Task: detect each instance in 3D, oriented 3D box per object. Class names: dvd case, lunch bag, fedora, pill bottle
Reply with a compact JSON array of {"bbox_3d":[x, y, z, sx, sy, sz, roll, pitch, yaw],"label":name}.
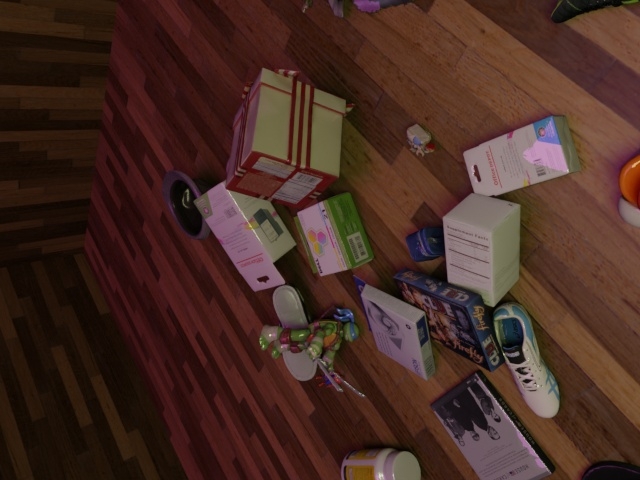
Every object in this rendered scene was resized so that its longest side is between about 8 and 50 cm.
[{"bbox_3d":[0.374,0.435,1.070,0.239,0.029,0.179,55,134,22],"label":"dvd case"},{"bbox_3d":[0.241,0.006,1.051,0.065,0.098,0.067,-31,71,45],"label":"lunch bag"},{"bbox_3d":[-0.456,-0.140,1.767,0.275,0.124,0.244,51,136,14],"label":"fedora"},{"bbox_3d":[0.161,0.625,1.288,0.208,0.119,0.119,-32,76,48],"label":"pill bottle"}]

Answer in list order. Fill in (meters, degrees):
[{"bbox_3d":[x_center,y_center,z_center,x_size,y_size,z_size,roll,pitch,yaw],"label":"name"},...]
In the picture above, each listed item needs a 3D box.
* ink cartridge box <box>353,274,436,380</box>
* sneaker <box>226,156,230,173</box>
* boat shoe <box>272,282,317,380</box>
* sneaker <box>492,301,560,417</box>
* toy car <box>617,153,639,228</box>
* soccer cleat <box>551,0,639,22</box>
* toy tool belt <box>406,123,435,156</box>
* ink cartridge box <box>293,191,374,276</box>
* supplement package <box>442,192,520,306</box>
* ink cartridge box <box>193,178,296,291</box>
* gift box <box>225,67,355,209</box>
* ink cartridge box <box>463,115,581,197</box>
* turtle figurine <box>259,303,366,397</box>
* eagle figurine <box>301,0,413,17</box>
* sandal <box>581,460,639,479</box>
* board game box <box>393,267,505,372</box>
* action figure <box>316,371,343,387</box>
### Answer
[{"bbox_3d":[0.167,0.211,1.158,0.223,0.045,0.223,26,146,43],"label":"ink cartridge box"},{"bbox_3d":[-0.207,-0.276,1.478,0.121,0.108,0.302,52,141,24],"label":"sneaker"},{"bbox_3d":[-0.071,0.278,1.481,0.114,0.091,0.303,-9,94,4],"label":"boat shoe"},{"bbox_3d":[0.400,0.241,0.948,0.085,0.086,0.237,-26,82,46],"label":"sneaker"},{"bbox_3d":[0.525,-0.070,0.686,0.182,0.136,0.159,37,125,36],"label":"toy car"},{"bbox_3d":[0.452,-0.390,0.744,0.178,0.060,0.073,-28,81,45],"label":"soccer cleat"},{"bbox_3d":[0.223,-0.215,1.059,0.083,0.052,0.051,56,166,26],"label":"toy tool belt"},{"bbox_3d":[0.000,0.000,1.308,0.255,0.097,0.189,-20,91,48],"label":"ink cartridge box"},{"bbox_3d":[0.314,0.017,0.927,0.105,0.105,0.180,23,138,43],"label":"supplement package"},{"bbox_3d":[-0.218,-0.025,1.494,0.207,0.119,0.354,-19,106,49],"label":"ink cartridge box"},{"bbox_3d":[-0.071,-0.256,1.176,0.276,0.255,0.258,-29,51,53],"label":"gift box"},{"bbox_3d":[0.371,-0.150,0.893,0.181,0.061,0.105,-17,88,49],"label":"ink cartridge box"},{"bbox_3d":[-0.027,0.321,1.320,0.266,0.197,0.275,-3,91,21],"label":"turtle figurine"},{"bbox_3d":[0.082,-0.610,1.037,0.298,0.225,0.226,-16,133,20],"label":"eagle figurine"},{"bbox_3d":[0.578,0.451,0.826,0.254,0.054,0.097,-14,89,49],"label":"sandal"},{"bbox_3d":[0.264,0.159,1.010,0.165,0.042,0.243,64,162,-20],"label":"board game box"},{"bbox_3d":[0.030,0.423,1.451,0.115,0.030,0.038,-28,74,46],"label":"action figure"}]
